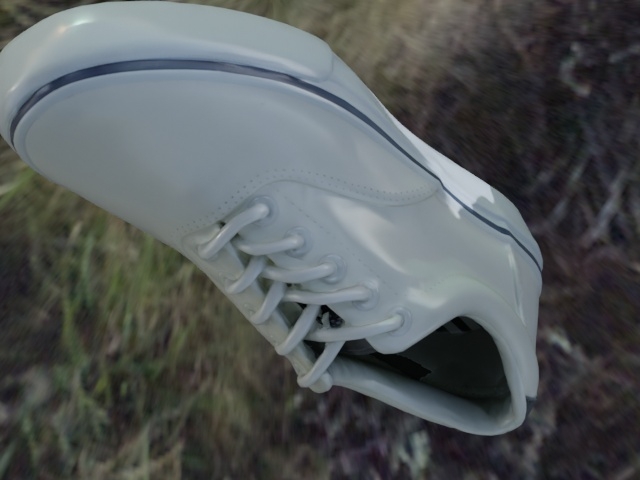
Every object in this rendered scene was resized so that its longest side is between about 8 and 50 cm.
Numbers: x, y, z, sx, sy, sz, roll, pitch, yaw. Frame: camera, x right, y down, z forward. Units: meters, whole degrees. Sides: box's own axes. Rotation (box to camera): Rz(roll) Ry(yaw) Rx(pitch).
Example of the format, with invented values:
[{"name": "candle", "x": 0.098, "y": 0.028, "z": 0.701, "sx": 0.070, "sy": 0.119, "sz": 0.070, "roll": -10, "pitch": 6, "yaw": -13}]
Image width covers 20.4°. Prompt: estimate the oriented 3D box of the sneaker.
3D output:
[{"name": "sneaker", "x": 0.000, "y": 0.000, "z": 0.617, "sx": 0.094, "sy": 0.091, "sz": 0.258, "roll": -35, "pitch": 140, "yaw": 31}]
